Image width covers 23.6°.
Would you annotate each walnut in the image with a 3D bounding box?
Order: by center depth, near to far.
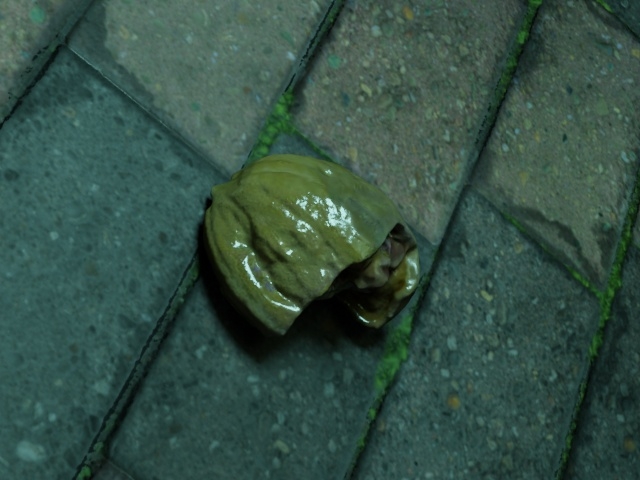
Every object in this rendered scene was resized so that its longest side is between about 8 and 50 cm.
[{"bbox_3d":[-0.001,-0.010,1.608,0.238,0.141,0.204,-3,63,-44],"label":"walnut"}]
